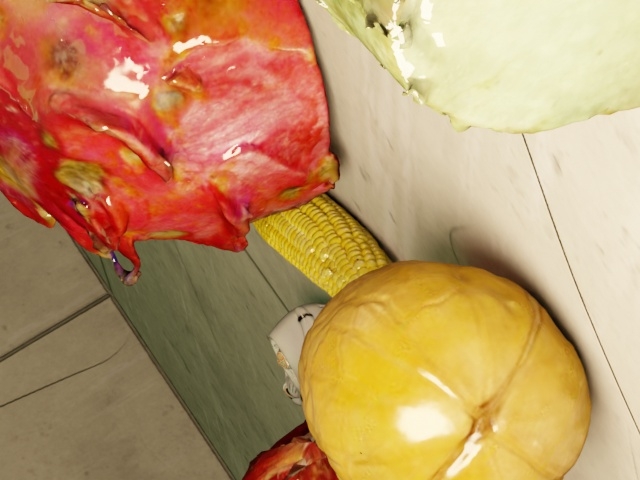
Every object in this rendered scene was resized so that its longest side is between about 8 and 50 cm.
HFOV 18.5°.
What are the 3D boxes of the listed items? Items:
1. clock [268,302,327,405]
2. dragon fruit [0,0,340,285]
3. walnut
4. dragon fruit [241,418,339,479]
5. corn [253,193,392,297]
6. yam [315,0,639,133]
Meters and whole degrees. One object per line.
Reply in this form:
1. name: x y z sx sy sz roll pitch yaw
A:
1. clock: -0.003 0.115 1.908 0.117 0.080 0.176 51 168 36
2. dragon fruit: -0.169 -0.143 1.540 0.371 0.249 0.386 57 160 2
3. walnut: 0.081 0.102 1.308 0.193 0.193 0.226 59 178 -2
4. dragon fruit: 0.061 0.271 1.559 0.295 0.296 0.301 46 150 46
5. corn: 0.000 0.000 1.638 0.206 0.067 0.067 43 160 53
6. yam: 0.033 -0.183 0.755 0.300 0.195 0.195 50 165 34
